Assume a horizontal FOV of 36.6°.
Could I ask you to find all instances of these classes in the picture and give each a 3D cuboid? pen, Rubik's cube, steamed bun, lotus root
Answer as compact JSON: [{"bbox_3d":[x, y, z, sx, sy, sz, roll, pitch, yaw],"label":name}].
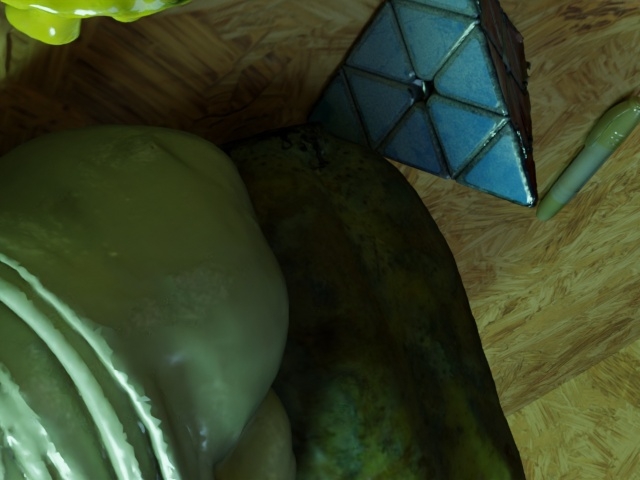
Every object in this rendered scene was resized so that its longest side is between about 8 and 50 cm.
[{"bbox_3d":[0.314,-0.092,1.156,0.040,0.032,0.233,7,145,-17],"label":"pen"},{"bbox_3d":[0.072,-0.095,0.758,0.178,0.190,0.211,-19,157,22],"label":"Rubik's cube"},{"bbox_3d":[-0.184,0.090,0.588,0.324,0.310,0.219,-5,-178,36],"label":"steamed bun"},{"bbox_3d":[-0.003,0.080,0.743,0.250,0.346,0.250,-19,-179,1],"label":"lotus root"}]

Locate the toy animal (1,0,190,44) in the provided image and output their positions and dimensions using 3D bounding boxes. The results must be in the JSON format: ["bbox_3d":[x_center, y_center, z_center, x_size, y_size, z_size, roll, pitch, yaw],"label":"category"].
[{"bbox_3d":[-0.093,-0.172,0.398,0.156,0.156,0.230,-19,159,-21],"label":"toy animal"}]
